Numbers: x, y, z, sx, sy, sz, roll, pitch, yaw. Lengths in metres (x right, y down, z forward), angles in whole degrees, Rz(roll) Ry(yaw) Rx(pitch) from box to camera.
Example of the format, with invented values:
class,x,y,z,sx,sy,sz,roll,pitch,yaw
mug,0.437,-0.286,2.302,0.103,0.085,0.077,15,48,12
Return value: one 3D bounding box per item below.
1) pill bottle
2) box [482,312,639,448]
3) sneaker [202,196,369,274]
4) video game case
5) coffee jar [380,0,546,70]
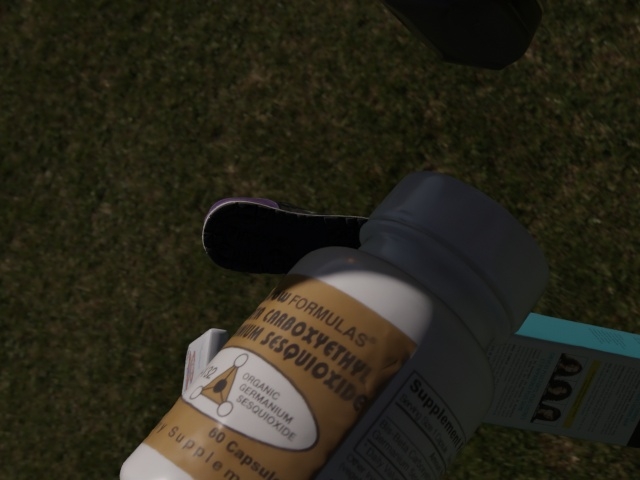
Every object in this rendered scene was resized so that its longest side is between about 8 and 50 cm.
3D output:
class,x,y,z,sx,sy,sz,roll,pitch,yaw
pill bottle,0.016,0.078,0.533,0.131,0.131,0.229,27,68,36
box,0.225,0.130,0.974,0.060,0.244,0.100,-114,40,-62
sneaker,0.000,0.000,1.227,0.124,0.283,0.107,-107,35,-76
video game case,-0.103,0.157,0.825,0.143,0.019,0.157,142,136,-73
coffee jar,0.094,-0.189,0.537,0.079,0.096,0.184,15,82,34
